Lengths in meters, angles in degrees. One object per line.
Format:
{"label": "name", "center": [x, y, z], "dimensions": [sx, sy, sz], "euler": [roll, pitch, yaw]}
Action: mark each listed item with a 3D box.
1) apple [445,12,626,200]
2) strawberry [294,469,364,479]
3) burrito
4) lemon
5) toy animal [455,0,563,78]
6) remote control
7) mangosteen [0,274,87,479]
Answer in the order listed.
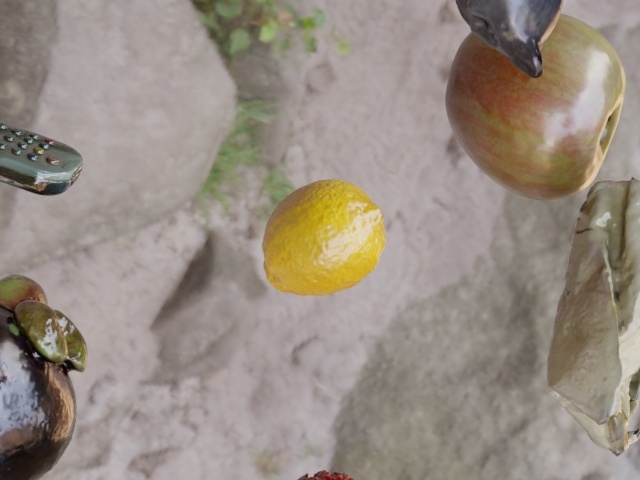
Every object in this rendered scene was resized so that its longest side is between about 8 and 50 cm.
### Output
{"label": "apple", "center": [0.293, -0.189, 1.841], "dimensions": [0.257, 0.234, 0.256], "euler": [19, 90, -78]}
{"label": "strawberry", "center": [0.017, 0.371, 1.702], "dimensions": [0.187, 0.082, 0.146], "euler": [-20, 105, -23]}
{"label": "burrito", "center": [0.361, 0.094, 1.660], "dimensions": [0.190, 0.135, 0.331], "euler": [62, 44, -62]}
{"label": "lemon", "center": [0.000, 0.000, 1.674], "dimensions": [0.187, 0.142, 0.142], "euler": [-35, 146, 30]}
{"label": "toy animal", "center": [0.101, -0.191, 0.655], "dimensions": [0.121, 0.117, 0.210], "euler": [-74, 142, -61]}
{"label": "remote control", "center": [-0.292, -0.077, 1.016], "dimensions": [0.072, 0.222, 0.042], "euler": [-69, 172, -67]}
{"label": "mangosteen", "center": [-0.428, 0.184, 1.679], "dimensions": [0.288, 0.288, 0.288], "euler": [-19, 119, -38]}
